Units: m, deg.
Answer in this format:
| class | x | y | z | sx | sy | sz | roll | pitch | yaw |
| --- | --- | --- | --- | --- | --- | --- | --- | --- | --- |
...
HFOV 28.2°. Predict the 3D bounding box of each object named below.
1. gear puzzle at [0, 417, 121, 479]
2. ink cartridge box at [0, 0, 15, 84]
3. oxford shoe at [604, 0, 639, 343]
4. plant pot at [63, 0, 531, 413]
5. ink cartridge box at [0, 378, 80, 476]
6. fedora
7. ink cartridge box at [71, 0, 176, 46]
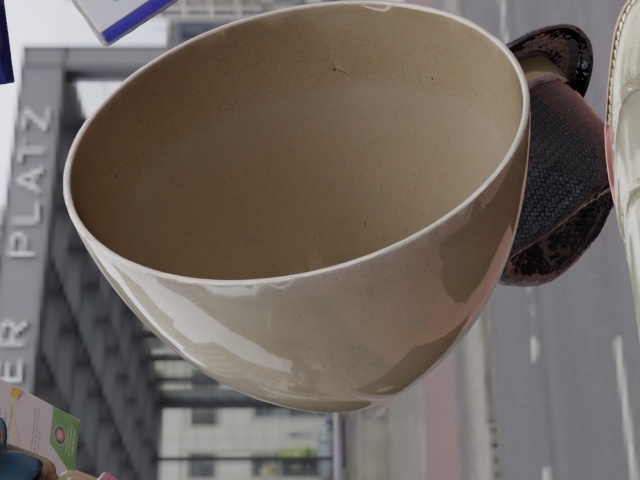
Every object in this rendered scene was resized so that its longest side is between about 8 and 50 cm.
| class | x | y | z | sx | sy | sz | roll | pitch | yaw |
| --- | --- | --- | --- | --- | --- | --- | --- | --- | --- |
| gear puzzle | -0.147 | 0.195 | 0.425 | 0.339 | 0.176 | 0.044 | -72 | 7 | -47 |
| ink cartridge box | -0.389 | -0.178 | 1.040 | 0.065 | 0.333 | 0.165 | 13 | 115 | 44 |
| oxford shoe | 0.269 | 0.005 | 0.847 | 0.146 | 0.141 | 0.396 | 7 | -108 | -71 |
| plant pot | 0.000 | 0.000 | 0.822 | 0.284 | 0.284 | 0.191 | -91 | -10 | -50 |
| ink cartridge box | -0.385 | 0.242 | 1.445 | 0.212 | 0.093 | 0.154 | 40 | -141 | -43 |
| fedora | 0.202 | -0.054 | 1.270 | 0.152 | 0.334 | 0.334 | 40 | 155 | 23 |
| ink cartridge box | -0.135 | -0.282 | 0.595 | 0.371 | 0.176 | 0.069 | 54 | 172 | 2 |
